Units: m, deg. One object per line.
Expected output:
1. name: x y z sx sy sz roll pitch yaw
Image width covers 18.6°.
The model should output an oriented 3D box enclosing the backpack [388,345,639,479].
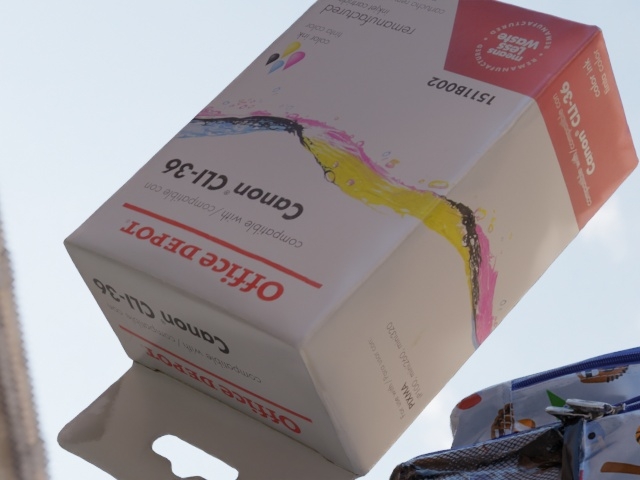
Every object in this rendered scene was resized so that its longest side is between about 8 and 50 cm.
1. backpack: 0.188 0.184 1.037 0.263 0.213 0.276 -13 -45 26

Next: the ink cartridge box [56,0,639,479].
1. ink cartridge box: 0.000 0.000 0.651 0.115 0.198 0.067 21 -33 40
